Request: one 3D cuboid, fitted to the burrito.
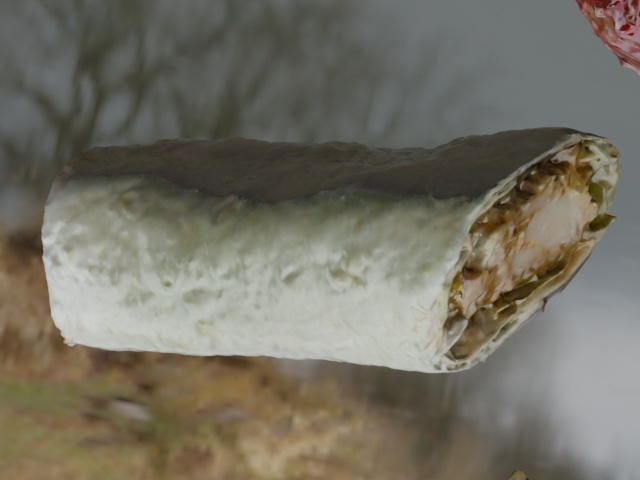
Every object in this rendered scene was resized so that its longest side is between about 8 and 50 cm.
[{"bbox_3d":[0.001,-0.002,0.998,0.299,0.143,0.105,0,127,24],"label":"burrito"}]

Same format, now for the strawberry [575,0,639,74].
[{"bbox_3d":[0.264,-0.206,1.079,0.261,0.261,0.257,7,173,20],"label":"strawberry"}]

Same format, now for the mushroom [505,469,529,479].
[{"bbox_3d":[0.047,0.202,1.029,0.026,0.286,0.028,47,129,6],"label":"mushroom"}]
